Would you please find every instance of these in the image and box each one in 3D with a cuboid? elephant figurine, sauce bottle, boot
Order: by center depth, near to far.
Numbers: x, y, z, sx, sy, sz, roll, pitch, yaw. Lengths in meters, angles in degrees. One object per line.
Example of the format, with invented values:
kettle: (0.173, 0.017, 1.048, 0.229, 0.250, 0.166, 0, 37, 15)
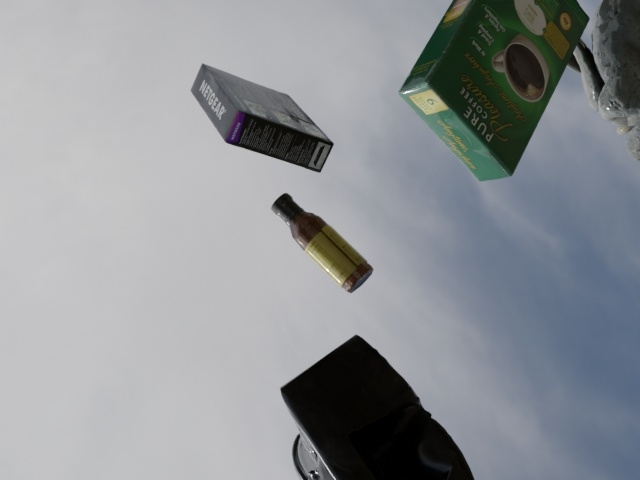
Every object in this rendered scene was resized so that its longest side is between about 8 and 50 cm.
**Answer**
elephant figurine: (0.320, -0.181, 0.977, 0.169, 0.186, 0.239, 13, -172, -3)
boot: (0.114, 0.292, 1.008, 0.367, 0.445, 0.146, 38, -109, 11)
sauce bottle: (0.000, 0.000, 1.019, 0.042, 0.042, 0.128, -33, -108, -36)

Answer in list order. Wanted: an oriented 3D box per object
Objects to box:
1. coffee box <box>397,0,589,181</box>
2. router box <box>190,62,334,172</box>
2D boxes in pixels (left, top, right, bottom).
coffee box: (0.145, -0.152, 0.777, 0.113, 0.040, 0.184, 42, -117, -26)
router box: (-0.076, -0.155, 1.190, 0.133, 0.046, 0.179, 16, -160, -29)
